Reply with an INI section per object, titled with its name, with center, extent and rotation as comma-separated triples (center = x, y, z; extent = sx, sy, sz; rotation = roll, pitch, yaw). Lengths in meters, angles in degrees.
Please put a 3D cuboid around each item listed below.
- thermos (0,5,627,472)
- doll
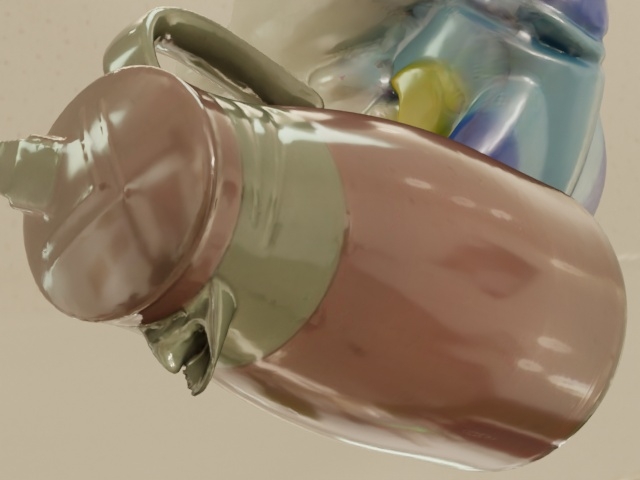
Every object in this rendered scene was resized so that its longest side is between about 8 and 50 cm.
[thermos]
center = 0.000, 0.000, 0.515
extent = 0.146, 0.176, 0.265
rotation = -35, -33, 25
[doll]
center = 0.071, -0.101, 0.830
extent = 0.187, 0.365, 0.376
rotation = -16, -18, -26
